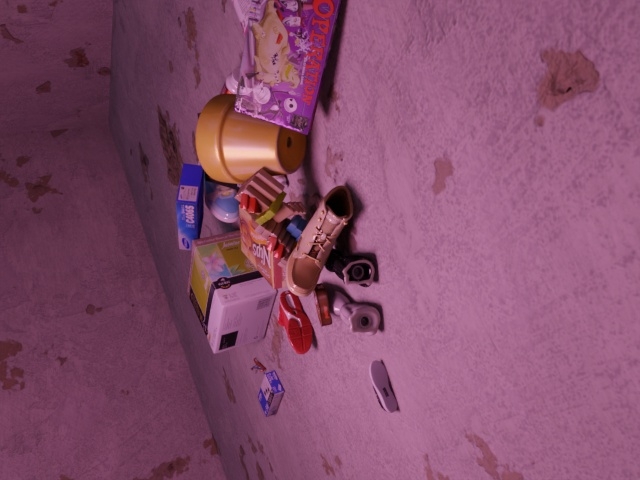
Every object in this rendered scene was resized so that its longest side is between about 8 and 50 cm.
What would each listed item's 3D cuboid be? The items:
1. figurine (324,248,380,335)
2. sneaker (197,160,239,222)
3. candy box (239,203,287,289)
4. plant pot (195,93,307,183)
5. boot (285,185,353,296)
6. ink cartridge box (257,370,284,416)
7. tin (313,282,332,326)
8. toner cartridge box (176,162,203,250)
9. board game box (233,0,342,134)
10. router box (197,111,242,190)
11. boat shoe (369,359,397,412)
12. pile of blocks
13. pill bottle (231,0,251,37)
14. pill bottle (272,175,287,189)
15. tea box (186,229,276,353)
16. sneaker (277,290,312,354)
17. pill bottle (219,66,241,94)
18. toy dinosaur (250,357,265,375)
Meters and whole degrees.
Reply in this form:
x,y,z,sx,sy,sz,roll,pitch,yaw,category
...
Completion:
x,y,z,sx,sy,sz,roll,pitch,yaw,category
0.071,0.131,1.571,0.209,0.093,0.214,-155,55,-67,figurine
-0.371,-0.237,2.181,0.318,0.127,0.208,64,152,21,sneaker
-0.178,0.008,1.952,0.316,0.088,0.182,40,136,54,candy box
-0.177,-0.279,1.646,0.239,0.254,0.253,9,114,28,plant pot
0.000,0.000,1.511,0.203,0.095,0.261,-54,11,53,boot
-0.200,0.614,2.349,0.097,0.046,0.207,60,149,31,ink cartridge box
0.005,0.184,1.693,0.189,0.040,0.106,-124,28,-81,tin
-0.473,-0.114,2.145,0.347,0.075,0.165,110,166,-59,toner cartridge box
-0.084,-0.450,1.427,0.056,0.208,0.346,-68,-6,-59,board game box
-0.283,-0.298,1.960,0.309,0.081,0.242,18,119,44,router box
0.158,0.387,1.554,0.040,0.049,0.142,-33,75,62,boat shoe
-0.111,-0.029,1.649,0.149,0.112,0.362,-5,135,34,pile of blocks
-0.155,-0.647,1.529,0.160,0.161,0.282,-45,62,59,pill bottle
-0.133,-0.196,1.833,0.083,0.044,0.043,63,150,24,pill bottle
-0.349,0.192,2.239,0.323,0.220,0.329,58,147,30,tea box
-0.086,0.287,1.959,0.128,0.087,0.221,107,153,-59,sneaker
-0.274,-0.492,1.913,0.152,0.086,0.086,-43,64,60,pill bottle
-0.255,0.520,2.420,0.082,0.047,0.090,-28,66,44,toy dinosaur
